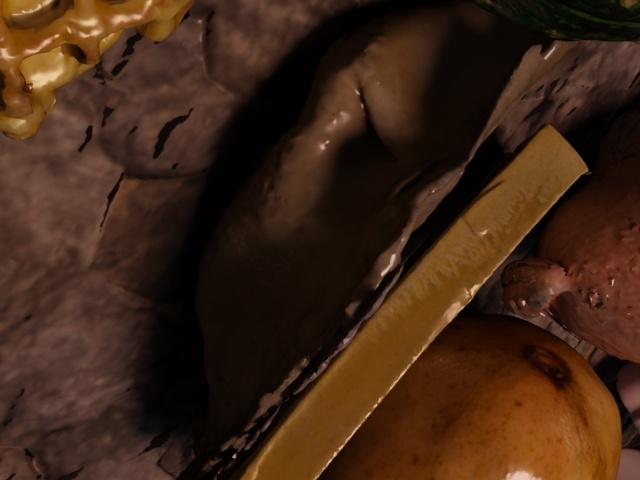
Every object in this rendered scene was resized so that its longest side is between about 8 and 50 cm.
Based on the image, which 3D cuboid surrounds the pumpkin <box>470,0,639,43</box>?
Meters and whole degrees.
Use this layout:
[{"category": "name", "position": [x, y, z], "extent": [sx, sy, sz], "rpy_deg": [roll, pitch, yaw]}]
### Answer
[{"category": "pumpkin", "position": [0.075, -0.145, 0.312], "extent": [0.146, 0.190, 0.190], "rpy_deg": [-62, 145, -7]}]

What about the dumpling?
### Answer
[{"category": "dumpling", "position": [-0.002, -0.003, 0.481], "extent": [0.332, 0.086, 0.166], "rpy_deg": [-55, 175, 17]}]

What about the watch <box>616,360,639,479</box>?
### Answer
[{"category": "watch", "position": [0.288, 0.222, 0.952], "extent": [0.231, 0.196, 0.244], "rpy_deg": [-36, 150, 30]}]

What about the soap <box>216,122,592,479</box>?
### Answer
[{"category": "soap", "position": [0.038, 0.047, 0.545], "extent": [0.252, 0.037, 0.092], "rpy_deg": [-47, 178, -9]}]

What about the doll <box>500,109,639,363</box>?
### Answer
[{"category": "doll", "position": [0.234, -0.003, 0.683], "extent": [0.201, 0.156, 0.303], "rpy_deg": [-9, 175, 20]}]

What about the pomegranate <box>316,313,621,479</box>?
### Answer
[{"category": "pomegranate", "position": [0.086, 0.139, 0.638], "extent": [0.196, 0.196, 0.196], "rpy_deg": [-25, 141, -22]}]

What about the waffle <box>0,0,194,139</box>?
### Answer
[{"category": "waffle", "position": [-0.114, -0.096, 0.311], "extent": [0.192, 0.046, 0.161], "rpy_deg": [9, 123, -48]}]
